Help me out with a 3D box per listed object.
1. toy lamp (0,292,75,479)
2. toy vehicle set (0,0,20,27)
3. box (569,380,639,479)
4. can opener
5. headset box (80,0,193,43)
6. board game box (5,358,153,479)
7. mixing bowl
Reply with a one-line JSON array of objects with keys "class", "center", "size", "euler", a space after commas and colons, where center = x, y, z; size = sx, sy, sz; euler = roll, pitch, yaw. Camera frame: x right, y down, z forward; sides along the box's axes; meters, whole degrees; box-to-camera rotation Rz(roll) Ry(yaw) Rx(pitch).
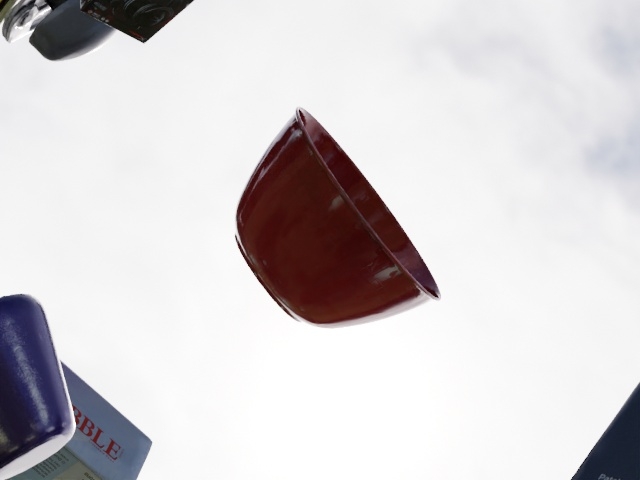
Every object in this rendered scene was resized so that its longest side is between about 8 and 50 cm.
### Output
[{"class": "toy lamp", "center": [-0.201, -0.015, 0.657], "size": [0.275, 0.080, 0.080], "euler": [58, -39, 14]}, {"class": "toy vehicle set", "center": [-0.457, -0.237, 1.529], "size": [0.166, 0.267, 0.035], "euler": [37, 3, -11]}, {"class": "box", "center": [0.282, 0.210, 0.745], "size": [0.179, 0.312, 0.343], "euler": [14, -40, 43]}, {"class": "can opener", "center": [-0.178, -0.240, 1.289], "size": [0.095, 0.283, 0.076], "euler": [46, -43, 5]}, {"class": "headset box", "center": [-0.129, -0.191, 1.032], "size": [0.083, 0.032, 0.062], "euler": [-32, -40, 32]}, {"class": "board game box", "center": [-0.343, 0.134, 1.035], "size": [0.318, 0.066, 0.319], "euler": [-34, -71, 32]}, {"class": "mixing bowl", "center": [0.000, 0.000, 1.048], "size": [0.098, 0.181, 0.181], "euler": [-37, -75, 9]}]
